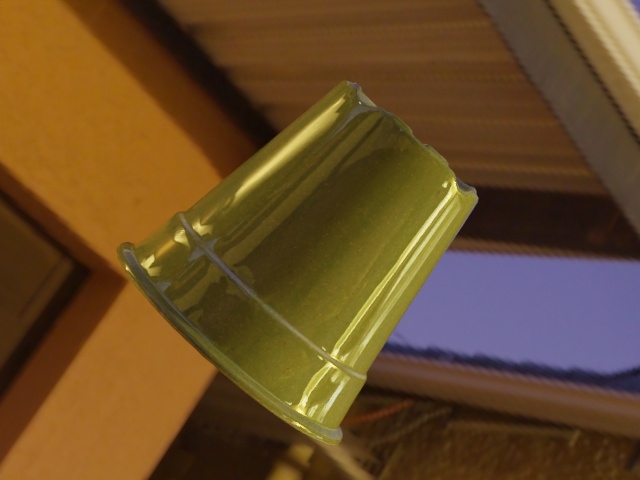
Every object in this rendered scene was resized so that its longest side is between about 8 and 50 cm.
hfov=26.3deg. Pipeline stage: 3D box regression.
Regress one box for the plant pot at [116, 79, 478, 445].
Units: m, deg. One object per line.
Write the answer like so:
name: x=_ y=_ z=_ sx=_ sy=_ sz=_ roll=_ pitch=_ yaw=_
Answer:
plant pot: x=0.000 y=0.000 z=0.385 sx=0.083 sy=0.079 sz=0.083 roll=41 pitch=3 yaw=-3
